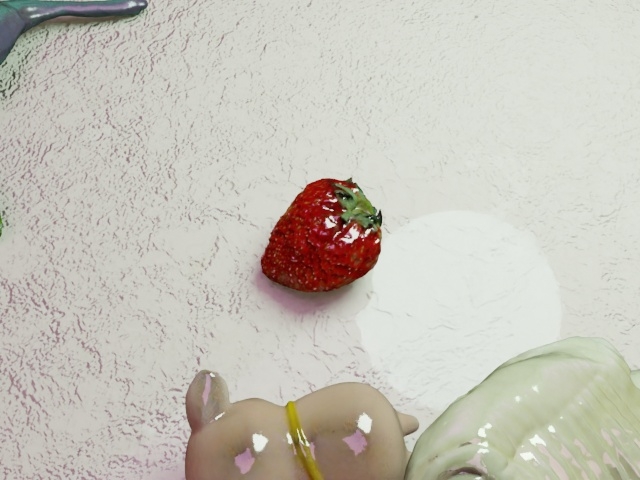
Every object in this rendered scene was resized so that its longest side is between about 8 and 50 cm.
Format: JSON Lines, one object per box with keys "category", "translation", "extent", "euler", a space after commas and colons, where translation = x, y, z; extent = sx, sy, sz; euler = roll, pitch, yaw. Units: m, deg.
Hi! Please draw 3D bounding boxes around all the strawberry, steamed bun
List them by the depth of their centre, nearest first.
{"category": "steamed bun", "translation": [0.226, 0.284, 0.639], "extent": [0.352, 0.247, 0.339], "euler": [-20, 68, -42]}
{"category": "strawberry", "translation": [0.006, 0.002, 0.856], "extent": [0.131, 0.131, 0.148], "euler": [47, 115, 20]}

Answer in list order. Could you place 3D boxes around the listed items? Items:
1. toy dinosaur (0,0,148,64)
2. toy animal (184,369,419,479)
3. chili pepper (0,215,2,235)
{"category": "toy dinosaur", "translation": [-0.441, -0.264, 0.960], "extent": [0.330, 0.129, 0.384], "euler": [6, 44, 2]}
{"category": "toy animal", "translation": [-0.014, 0.226, 0.725], "extent": [0.247, 0.149, 0.165], "euler": [-4, 47, -15]}
{"category": "chili pepper", "translation": [-0.491, -0.103, 0.921], "extent": [0.257, 0.074, 0.100], "euler": [50, 117, 24]}
